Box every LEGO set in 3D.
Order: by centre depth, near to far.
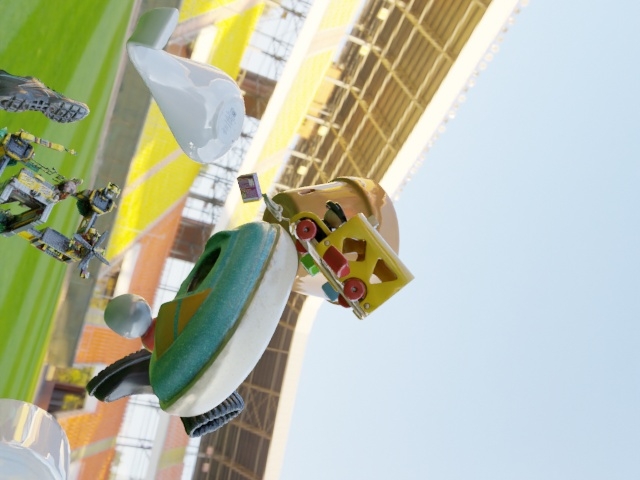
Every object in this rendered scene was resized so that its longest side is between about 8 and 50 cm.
[{"bbox_3d":[-0.567,-0.094,1.240,0.192,0.331,0.254,-13,-136,36],"label":"LEGO set"}]

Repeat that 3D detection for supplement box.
[{"bbox_3d":[-0.211,-0.157,1.714,0.043,0.055,0.083,-62,143,-66],"label":"supplement box"}]

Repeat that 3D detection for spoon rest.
[{"bbox_3d":[-0.176,-0.204,0.773,0.137,0.084,0.276,-66,162,-14],"label":"spoon rest"}]

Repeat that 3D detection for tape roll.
[{"bbox_3d":[-0.535,0.401,0.920,0.169,0.246,0.246,18,-88,66],"label":"tape roll"}]

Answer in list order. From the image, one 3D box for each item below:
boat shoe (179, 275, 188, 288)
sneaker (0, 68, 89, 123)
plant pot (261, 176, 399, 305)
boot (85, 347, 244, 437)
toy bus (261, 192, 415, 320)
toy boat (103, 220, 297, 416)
[{"bbox_3d":[-0.274,0.162,1.383,0.066,0.066,0.183,-70,145,-66],"label":"boat shoe"},{"bbox_3d":[-0.788,-0.412,1.631,0.101,0.267,0.106,-29,-111,33],"label":"sneaker"},{"bbox_3d":[0.000,0.000,1.231,0.291,0.204,0.290,-5,-95,59],"label":"plant pot"},{"bbox_3d":[-0.399,0.405,1.492,0.260,0.348,0.131,60,-25,21],"label":"boot"},{"bbox_3d":[0.037,0.010,0.783,0.104,0.202,0.191,-37,-143,-11],"label":"toy bus"},{"bbox_3d":[-0.177,0.100,0.760,0.318,0.148,0.267,-26,-146,48],"label":"toy boat"}]
